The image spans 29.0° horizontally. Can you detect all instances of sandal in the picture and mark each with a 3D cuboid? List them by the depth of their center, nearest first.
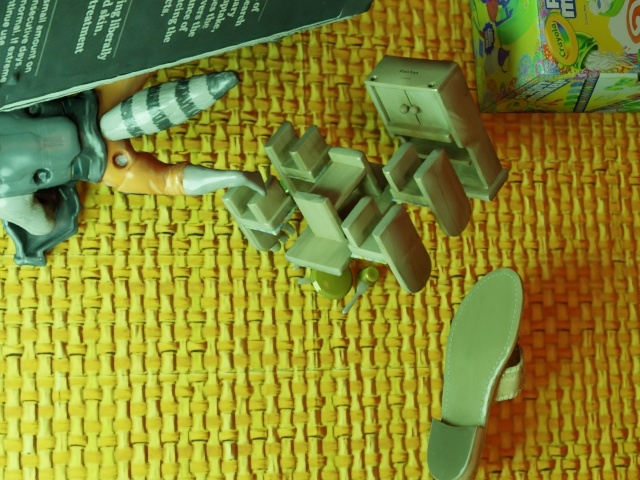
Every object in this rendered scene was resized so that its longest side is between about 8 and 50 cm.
[{"bbox_3d":[0.185,0.153,1.354,0.079,0.088,0.240,23,81,-43],"label":"sandal"}]

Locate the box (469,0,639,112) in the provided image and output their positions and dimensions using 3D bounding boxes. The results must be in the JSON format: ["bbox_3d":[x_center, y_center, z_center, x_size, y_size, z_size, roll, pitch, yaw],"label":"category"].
[{"bbox_3d":[0.327,-0.304,1.400,0.279,0.177,0.289,-1,82,-16],"label":"box"}]

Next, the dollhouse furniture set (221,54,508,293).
[{"bbox_3d":[0.068,-0.047,1.266,0.242,0.212,0.161,-52,133,-25],"label":"dollhouse furniture set"}]

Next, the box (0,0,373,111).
[{"bbox_3d":[-0.215,-0.397,1.043,0.472,0.297,0.480,-23,62,-44],"label":"box"}]

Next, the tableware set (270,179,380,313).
[{"bbox_3d":[0.000,0.000,1.341,0.154,0.024,0.104,43,64,-4],"label":"tableware set"}]

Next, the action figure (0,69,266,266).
[{"bbox_3d":[-0.247,-0.148,1.178,0.330,0.178,0.341,-14,98,-4],"label":"action figure"}]

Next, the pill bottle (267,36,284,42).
[{"bbox_3d":[-0.034,-0.298,1.322,0.246,0.130,0.130,-35,92,-18],"label":"pill bottle"}]
